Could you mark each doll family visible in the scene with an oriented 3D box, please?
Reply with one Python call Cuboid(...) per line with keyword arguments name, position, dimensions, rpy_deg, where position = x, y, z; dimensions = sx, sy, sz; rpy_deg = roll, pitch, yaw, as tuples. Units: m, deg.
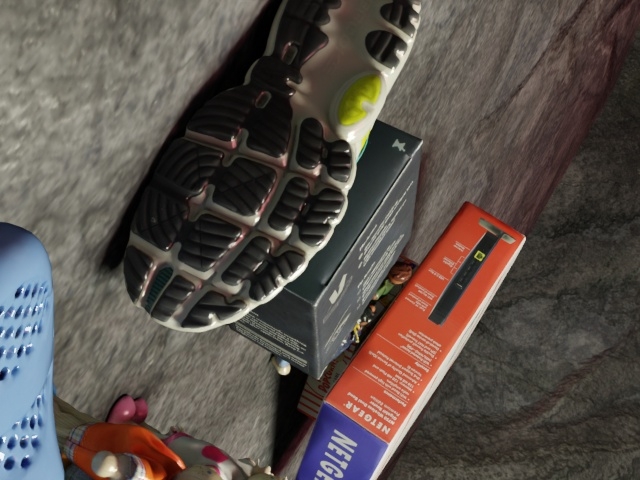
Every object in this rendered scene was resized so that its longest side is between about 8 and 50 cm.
Cuboid(name="doll family", position=(0.025, 0.068, 1.033), dimensions=(0.111, 0.076, 0.193), rpy_deg=(-49, -177, 43))
Cuboid(name="doll family", position=(-0.101, 0.176, 0.625), dimensions=(0.118, 0.163, 0.263), rpy_deg=(-61, 165, -7))

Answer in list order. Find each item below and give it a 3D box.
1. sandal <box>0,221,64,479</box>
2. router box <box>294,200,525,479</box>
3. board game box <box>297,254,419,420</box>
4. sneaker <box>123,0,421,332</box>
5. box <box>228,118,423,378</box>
Cuboid(name="sandal", position=(-0.144, 0.126, 0.454), dimensions=(0.126, 0.138, 0.317), rpy_deg=(-43, 154, -46))
Cuboid(name="router box", position=(0.094, 0.158, 1.204), dimensions=(0.301, 0.082, 0.335), rpy_deg=(-51, 167, -30))
Cuboid(name="board game box", position=(0.050, 0.118, 1.269), dimensions=(0.193, 0.045, 0.147), rpy_deg=(-41, 155, -54))
Cuboid(name="sneaker", position=(-0.018, -0.053, 0.639), dimensions=(0.275, 0.107, 0.110), rpy_deg=(-56, 174, -22))
Cuboid(name="box", position=(0.000, 0.000, 0.796), dimensions=(0.156, 0.093, 0.158), rpy_deg=(-56, 165, -22))
